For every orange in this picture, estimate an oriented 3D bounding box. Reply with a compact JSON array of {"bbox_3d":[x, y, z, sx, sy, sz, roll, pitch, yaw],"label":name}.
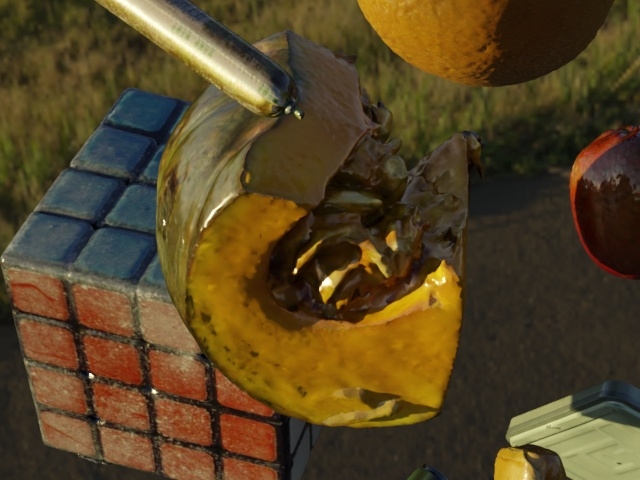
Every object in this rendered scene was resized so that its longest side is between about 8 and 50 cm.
[{"bbox_3d":[0.202,-0.347,1.654,0.322,0.357,0.322,-19,54,28],"label":"orange"}]

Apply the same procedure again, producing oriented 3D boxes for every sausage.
[{"bbox_3d":[-0.109,-0.144,0.795,0.269,0.033,0.033,37,48,23],"label":"sausage"}]

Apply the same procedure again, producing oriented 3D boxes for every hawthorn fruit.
[{"bbox_3d":[0.329,-0.024,1.344,0.157,0.194,0.157,-10,17,3],"label":"hawthorn fruit"}]

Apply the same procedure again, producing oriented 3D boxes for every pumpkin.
[{"bbox_3d":[0.000,0.000,1.142,0.303,0.256,0.225,27,35,-16],"label":"pumpkin"}]

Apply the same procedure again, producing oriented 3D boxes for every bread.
[{"bbox_3d":[0.177,0.234,1.114,0.053,0.132,0.074,-8,3,-19],"label":"bread"}]

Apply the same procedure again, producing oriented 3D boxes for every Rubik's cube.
[{"bbox_3d":[-0.147,0.065,1.645,0.344,0.344,0.337,13,44,11],"label":"Rubik's cube"}]

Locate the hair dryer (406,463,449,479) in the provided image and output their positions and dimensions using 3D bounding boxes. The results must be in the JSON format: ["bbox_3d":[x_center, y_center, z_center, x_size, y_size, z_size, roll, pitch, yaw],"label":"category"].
[{"bbox_3d":[0.162,0.356,1.564,0.197,0.057,0.100,38,67,18],"label":"hair dryer"}]

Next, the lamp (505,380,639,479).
[{"bbox_3d":[0.428,0.289,1.855,0.266,0.269,0.047,29,60,-14],"label":"lamp"}]
